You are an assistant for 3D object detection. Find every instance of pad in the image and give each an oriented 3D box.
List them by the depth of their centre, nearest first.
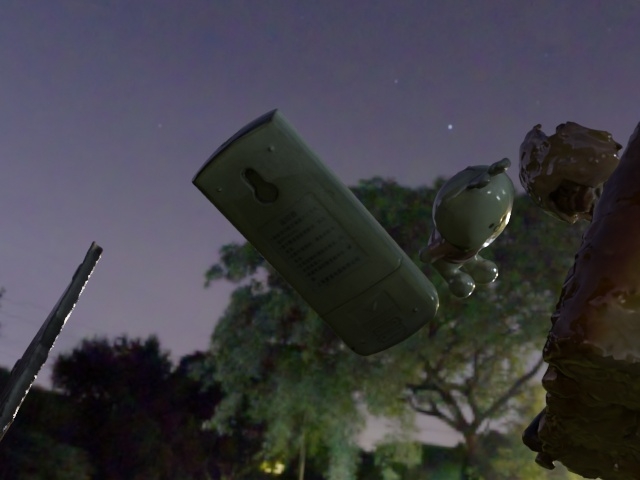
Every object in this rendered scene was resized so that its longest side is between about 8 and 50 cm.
[{"bbox_3d":[-0.337,0.168,0.853,0.018,0.284,0.286,30,-51,-15],"label":"pad"}]

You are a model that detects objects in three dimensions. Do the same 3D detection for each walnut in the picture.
[{"bbox_3d":[0.426,-0.115,1.388,0.204,0.141,0.238,40,-4,33],"label":"walnut"}]

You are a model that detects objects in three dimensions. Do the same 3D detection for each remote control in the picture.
[{"bbox_3d":[0.000,0.000,0.673,0.098,0.038,0.233,-35,-71,23],"label":"remote control"}]

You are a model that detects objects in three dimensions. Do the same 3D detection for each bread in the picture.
[{"bbox_3d":[0.205,-0.012,0.387,0.114,0.274,0.184,27,-21,24],"label":"bread"}]

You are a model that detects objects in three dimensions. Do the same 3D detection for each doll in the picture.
[{"bbox_3d":[0.226,-0.029,1.226,0.155,0.113,0.275,-29,-37,-23],"label":"doll"}]
